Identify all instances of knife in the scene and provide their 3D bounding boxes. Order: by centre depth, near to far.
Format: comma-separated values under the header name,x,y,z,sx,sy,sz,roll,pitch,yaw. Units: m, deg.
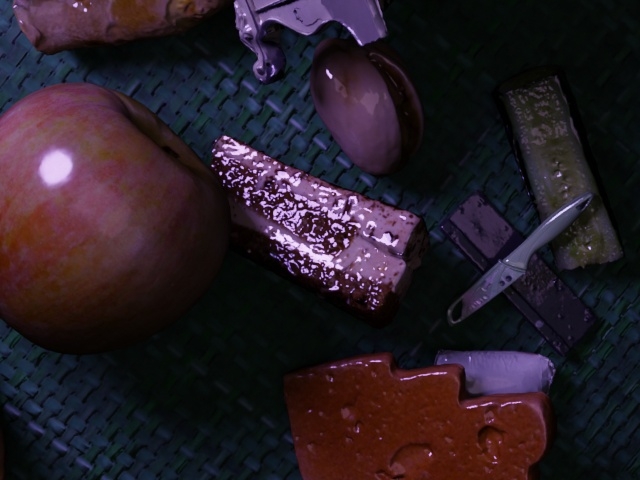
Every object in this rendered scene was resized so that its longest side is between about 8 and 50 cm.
name,x,y,z,sx,sy,sz,roll,pitch,yaw
knife,0.205,0.020,1.443,0.207,0.014,0.030,-42,99,18

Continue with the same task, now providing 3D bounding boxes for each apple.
name,x,y,z,sx,sy,sz,roll,pitch,yaw
apple,-0.220,-0.016,1.317,0.234,0.257,0.257,-42,98,7

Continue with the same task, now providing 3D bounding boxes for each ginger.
name,x,y,z,sx,sy,sz,roll,pitch,yaw
ginger,-0.164,-0.254,1.365,0.263,0.109,0.116,-18,100,-1

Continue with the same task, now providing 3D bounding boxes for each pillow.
name,x,y,z,sx,sy,sz,roll,pitch,yaw
pillow,0.169,0.226,1.474,0.128,0.051,0.229,8,96,-3

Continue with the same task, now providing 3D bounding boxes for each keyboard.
name,x,y,z,sx,sy,sz,roll,pitch,yaw
keyboard,0.208,0.036,1.473,0.060,0.018,0.195,-44,98,-5

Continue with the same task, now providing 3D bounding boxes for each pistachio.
name,x,y,z,sx,sy,sz,roll,pitch,yaw
pistachio,0.045,-0.135,1.400,0.113,0.113,0.149,-19,105,-2

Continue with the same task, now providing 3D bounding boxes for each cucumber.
name,x,y,z,sx,sy,sz,roll,pitch,yaw
cucumber,0.248,-0.073,1.448,0.078,0.062,0.211,-19,106,15

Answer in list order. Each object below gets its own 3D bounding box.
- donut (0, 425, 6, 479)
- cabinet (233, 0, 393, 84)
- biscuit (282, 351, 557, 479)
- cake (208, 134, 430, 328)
name,x,y,z,sx,sy,sz,roll,pitch,yaw
donut,-0.456,0.193,1.376,0.299,0.150,0.317,6,96,-5
cabinet,0.040,-0.349,1.267,0.290,0.227,0.318,-28,101,-28
biscuit,0.090,0.224,1.443,0.306,0.043,0.284,37,106,10
cake,-0.008,-0.003,1.441,0.246,0.135,0.112,23,82,22
